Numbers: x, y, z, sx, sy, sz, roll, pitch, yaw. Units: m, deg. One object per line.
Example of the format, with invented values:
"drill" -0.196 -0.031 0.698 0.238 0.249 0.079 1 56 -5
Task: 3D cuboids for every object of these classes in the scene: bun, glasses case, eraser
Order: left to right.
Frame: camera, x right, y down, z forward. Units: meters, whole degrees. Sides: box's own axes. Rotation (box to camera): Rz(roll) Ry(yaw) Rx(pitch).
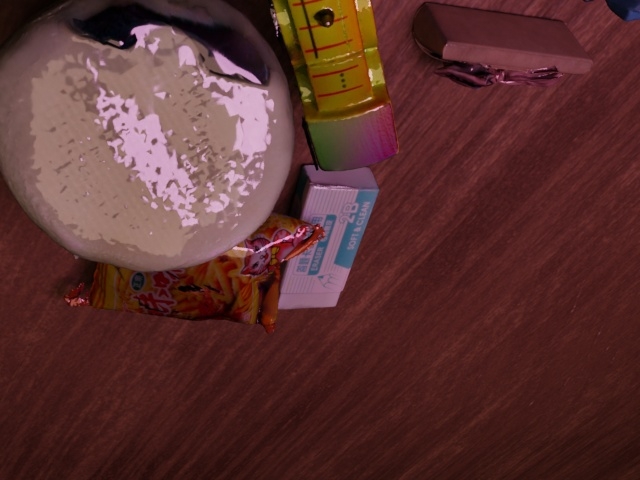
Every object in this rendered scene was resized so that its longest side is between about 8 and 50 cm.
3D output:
"bun" -0.168 -0.114 0.666 0.283 0.179 0.283 -7 114 -17
"eraser" 0.000 0.000 0.914 0.095 0.052 0.225 -1 133 -21
"glasses case" 0.201 -0.195 0.752 0.193 0.102 0.070 0 140 -19

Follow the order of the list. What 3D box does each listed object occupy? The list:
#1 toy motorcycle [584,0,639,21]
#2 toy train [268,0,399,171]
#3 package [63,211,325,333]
"toy motorcycle" 0.210 -0.316 0.537 0.416 0.232 0.172 21 136 -33
"toy train" 0.005 -0.210 0.632 0.100 0.160 0.296 -14 137 5
"package" -0.164 0.028 0.854 0.288 0.108 0.223 12 135 -18
